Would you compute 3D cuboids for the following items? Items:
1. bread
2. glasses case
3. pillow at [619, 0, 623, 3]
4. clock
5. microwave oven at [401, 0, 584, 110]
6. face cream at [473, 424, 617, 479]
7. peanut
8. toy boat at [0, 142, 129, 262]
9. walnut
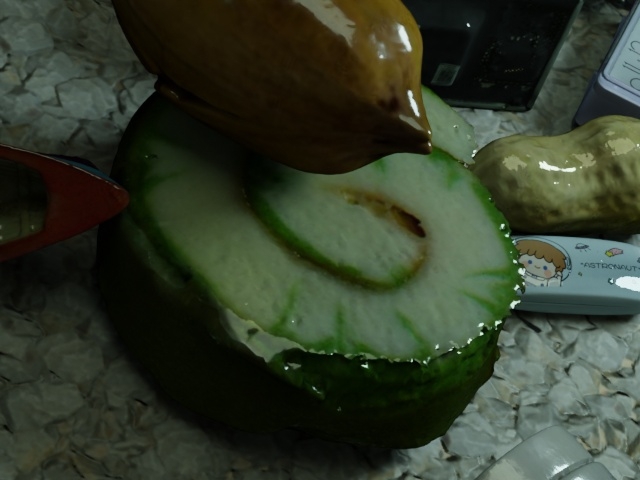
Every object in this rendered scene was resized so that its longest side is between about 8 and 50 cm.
[{"bbox_3d":[0.000,0.000,1.612,0.366,0.129,0.382,34,48,13],"label":"bread"},{"bbox_3d":[0.225,0.031,1.717,0.178,0.045,0.067,3,50,-16],"label":"glasses case"},{"bbox_3d":[0.276,-0.391,2.057,0.161,0.092,0.335,15,49,-12],"label":"pillow"},{"bbox_3d":[0.349,-0.160,1.902,0.144,0.073,0.193,28,48,4],"label":"clock"},{"bbox_3d":[0.076,-0.265,1.825,0.295,0.181,0.237,3,50,-17],"label":"microwave oven"},{"bbox_3d":[0.169,0.250,1.427,0.177,0.177,0.153,-29,66,-35],"label":"face cream"},{"bbox_3d":[0.235,-0.059,1.747,0.236,0.120,0.110,-1,85,-27],"label":"peanut"},{"bbox_3d":[-0.349,-0.032,1.508,0.392,0.136,0.079,-4,19,-6],"label":"toy boat"},{"bbox_3d":[-0.034,-0.169,1.530,0.209,0.209,0.336,-30,61,-36],"label":"walnut"}]
